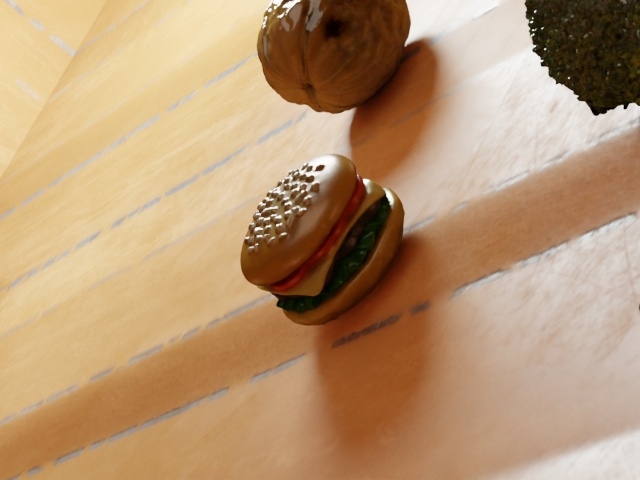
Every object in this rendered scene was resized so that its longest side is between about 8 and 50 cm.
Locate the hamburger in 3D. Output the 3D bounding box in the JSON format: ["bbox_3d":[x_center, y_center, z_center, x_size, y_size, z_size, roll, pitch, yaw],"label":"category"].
[{"bbox_3d":[0.000,0.000,1.824,0.162,0.115,0.162,-43,23,23],"label":"hamburger"}]

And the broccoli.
[{"bbox_3d":[0.246,-0.196,1.582,0.176,0.226,0.198,6,96,27],"label":"broccoli"}]

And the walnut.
[{"bbox_3d":[0.017,-0.226,2.140,0.155,0.155,0.184,-22,35,53],"label":"walnut"}]

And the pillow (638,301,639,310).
[{"bbox_3d":[0.308,-0.015,1.299,0.229,0.050,0.148,-7,54,63],"label":"pillow"}]
